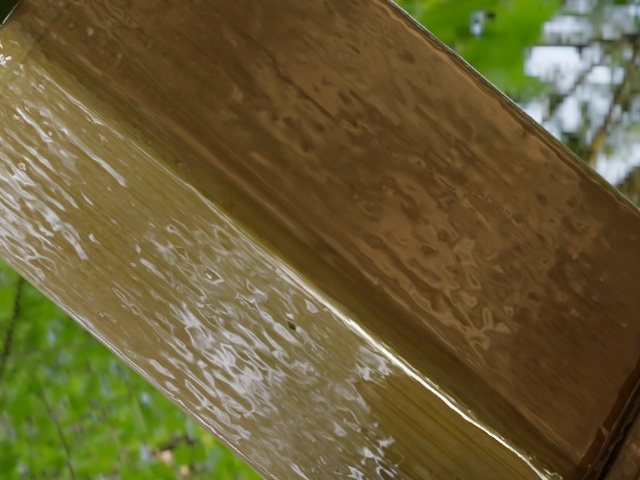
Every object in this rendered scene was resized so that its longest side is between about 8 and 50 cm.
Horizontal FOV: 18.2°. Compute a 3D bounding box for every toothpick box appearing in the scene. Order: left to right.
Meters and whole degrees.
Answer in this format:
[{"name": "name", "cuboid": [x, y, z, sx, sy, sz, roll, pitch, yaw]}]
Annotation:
[{"name": "toothpick box", "cuboid": [0.000, 0.000, 0.855, 0.308, 0.187, 0.190, 39, -127, -5]}]
